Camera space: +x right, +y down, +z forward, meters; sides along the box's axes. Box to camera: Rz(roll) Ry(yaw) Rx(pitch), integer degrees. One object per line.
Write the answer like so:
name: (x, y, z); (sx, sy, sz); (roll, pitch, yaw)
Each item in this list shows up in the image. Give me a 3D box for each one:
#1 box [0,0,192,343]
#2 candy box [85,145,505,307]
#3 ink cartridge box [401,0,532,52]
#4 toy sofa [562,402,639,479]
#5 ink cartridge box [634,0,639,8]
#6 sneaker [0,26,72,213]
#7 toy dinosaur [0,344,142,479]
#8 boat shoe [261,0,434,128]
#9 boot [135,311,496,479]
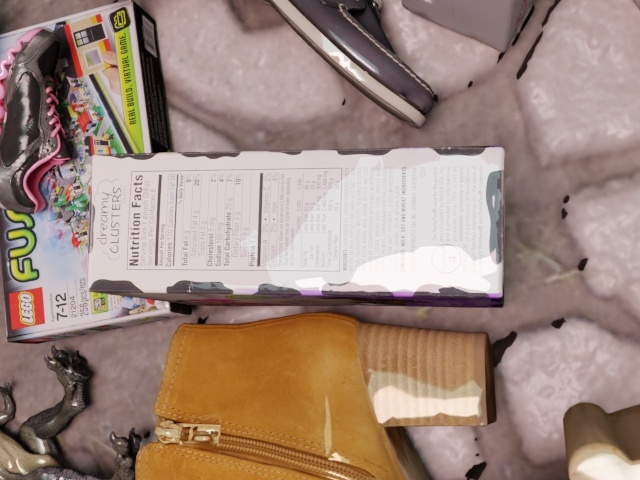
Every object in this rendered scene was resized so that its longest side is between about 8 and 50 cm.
box: (-0.154, -0.043, 0.547); (0.114, 0.036, 0.207); (-12, 79, 11)
candy box: (0.000, 0.000, 0.453); (0.196, 0.165, 0.070); (0, 84, 13)
ink cartridge box: (0.114, -0.209, 0.464); (0.072, 0.127, 0.175); (29, 93, 10)
toy sofa: (0.210, 0.254, 0.399); (0.177, 0.150, 0.363); (-23, 81, 15)
ink cartridge box: (0.245, -0.112, 0.412); (0.092, 0.160, 0.219); (-33, 79, 9)
sneaker: (-0.176, -0.071, 0.518); (0.057, 0.047, 0.119); (19, 91, 3)
toy dinosaur: (-0.174, 0.148, 0.537); (0.268, 0.064, 0.118); (40, 99, 9)
boat shoe: (0.004, -0.154, 0.511); (0.065, 0.075, 0.206); (-45, 73, 6)
boot: (-0.005, 0.188, 0.474); (0.211, 0.104, 0.295); (-5, 73, 18)
